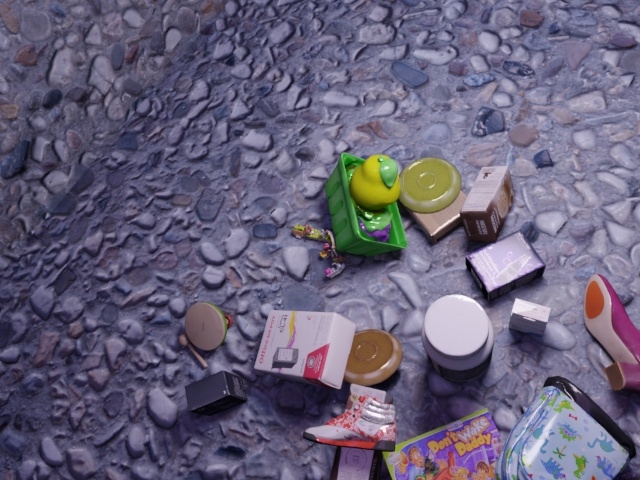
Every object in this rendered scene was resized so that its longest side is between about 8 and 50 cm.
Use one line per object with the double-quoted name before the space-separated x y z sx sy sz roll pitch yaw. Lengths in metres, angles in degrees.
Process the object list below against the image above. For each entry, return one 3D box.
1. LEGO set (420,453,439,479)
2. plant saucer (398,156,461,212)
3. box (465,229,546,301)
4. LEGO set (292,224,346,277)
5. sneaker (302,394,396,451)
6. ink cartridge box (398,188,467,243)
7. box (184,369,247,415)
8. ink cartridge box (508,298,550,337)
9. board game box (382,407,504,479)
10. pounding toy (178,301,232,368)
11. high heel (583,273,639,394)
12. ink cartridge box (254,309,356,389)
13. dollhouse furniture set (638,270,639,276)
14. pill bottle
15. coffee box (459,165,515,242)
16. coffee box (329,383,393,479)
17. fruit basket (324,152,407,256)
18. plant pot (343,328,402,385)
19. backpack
"LEGO set" 0.319 0.668 1.437 0.054 0.023 0.083 12 83 25
"plant saucer" 0.391 -0.213 1.802 0.240 0.037 0.241 -8 62 15
"box" 0.617 0.085 1.651 0.207 0.108 0.153 -28 60 4
"LEGO set" 0.000 0.000 1.885 0.132 0.107 0.287 -39 61 -3
"sneaker" 0.087 0.525 1.435 0.270 0.090 0.145 1 66 14
"ink cartridge box" 0.426 -0.135 1.824 0.193 0.088 0.235 -34 60 1
"box" -0.363 0.536 1.722 0.156 0.158 0.093 -24 61 5
"ink cartridge box" 0.648 0.237 1.528 0.104 0.181 0.062 15 71 23
"board game box" 0.388 0.680 1.463 0.347 0.078 0.233 -25 61 5
"pounding toy" -0.422 0.337 1.882 0.183 0.110 0.237 36 110 17
"high heel" 0.924 0.282 1.489 0.181 0.127 0.377 9 61 -10
"ink cartridge box" -0.055 0.361 1.665 0.306 0.131 0.226 -4 62 39
"dollhouse furniture set" 1.058 0.108 1.457 0.129 0.184 0.129 -12 63 12
"pill bottle" 0.411 0.298 1.472 0.204 0.361 0.204 -7 64 14
"coffee box" 0.577 -0.125 1.691 0.098 0.141 0.246 3 46 40
"coffee box" 0.132 0.615 1.524 0.118 0.168 0.297 7 68 20
"fruit basket" 0.191 -0.159 1.747 0.392 0.282 0.392 -19 66 49
"plant pot" 0.155 0.378 1.642 0.236 0.032 0.236 -15 33 10
"backpack" 0.632 0.580 1.310 0.355 0.273 0.290 -39 72 -7
